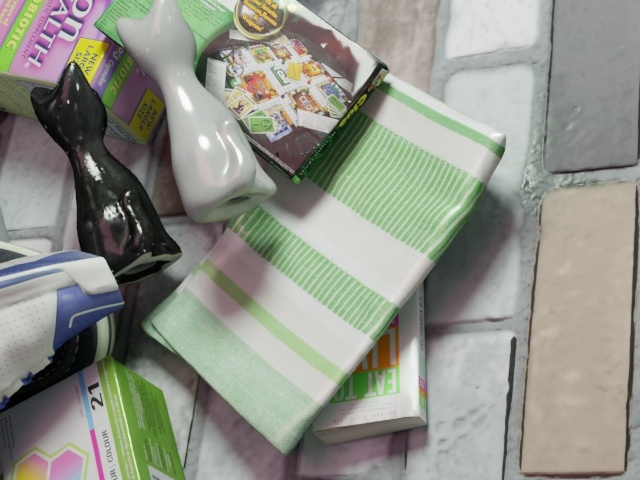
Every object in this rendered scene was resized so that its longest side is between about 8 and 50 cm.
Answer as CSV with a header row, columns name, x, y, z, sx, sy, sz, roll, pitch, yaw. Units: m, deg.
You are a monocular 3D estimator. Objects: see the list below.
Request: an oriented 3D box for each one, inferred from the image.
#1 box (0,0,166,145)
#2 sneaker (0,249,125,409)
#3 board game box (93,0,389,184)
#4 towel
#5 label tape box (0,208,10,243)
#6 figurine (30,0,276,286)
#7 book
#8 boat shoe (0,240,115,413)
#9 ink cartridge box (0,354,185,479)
name,x,y,z,sx,sy,sz,roll,pitch,yaw
box,-0.251,-0.236,1.599,0.243,0.117,0.213,15,73,33
sneaker,-0.311,0.134,1.320,0.315,0.182,0.127,-22,11,-16
board game box,-0.076,-0.178,1.423,0.260,0.030,0.136,39,91,21
towel,0.000,0.000,1.361,0.325,0.038,0.248,-52,41,-4
label tape box,-0.477,-0.058,1.637,0.241,0.106,0.333,-30,55,11
figurine,-0.161,-0.094,1.396,0.215,0.092,0.209,-33,78,33
book,0.043,0.096,1.322,0.096,0.035,0.144,-13,56,21
boat shoe,-0.442,0.088,1.433,0.500,0.156,0.186,4,97,7
ink cartridge box,-0.247,0.248,1.358,0.255,0.097,0.189,-28,55,13
